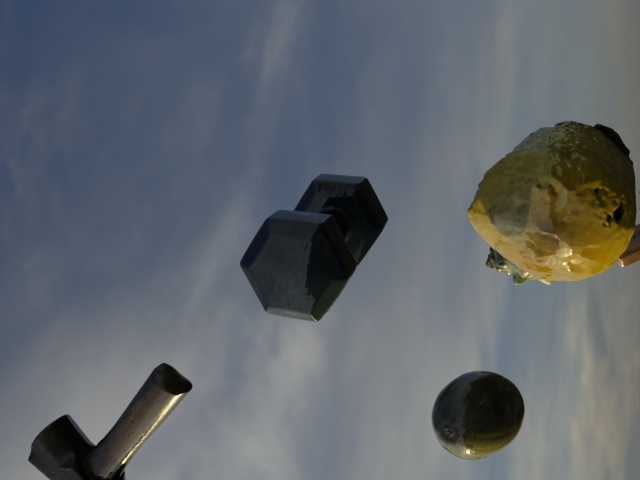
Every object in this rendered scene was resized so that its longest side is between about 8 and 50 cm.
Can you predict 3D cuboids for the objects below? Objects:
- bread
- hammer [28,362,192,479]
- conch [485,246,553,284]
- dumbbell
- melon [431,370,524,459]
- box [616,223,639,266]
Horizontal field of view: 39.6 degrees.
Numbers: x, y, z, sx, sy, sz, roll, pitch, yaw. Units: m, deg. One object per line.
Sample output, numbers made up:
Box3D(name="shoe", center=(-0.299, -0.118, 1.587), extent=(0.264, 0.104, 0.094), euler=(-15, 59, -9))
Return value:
Box3D(name="bread", center=(0.287, -0.051, 1.075), extent=(0.170, 0.197, 0.197), euler=(-55, -41, -48))
Box3D(name="hammer", center=(-0.334, 0.334, 1.486), extent=(0.242, 0.409, 0.095), euler=(46, -142, 8))
Box3D(name="conch", center=(0.360, 0.005, 1.436), extent=(0.114, 0.234, 0.137), euler=(50, -145, -22))
Box3D(name="dumbbell", center=(0.000, 0.000, 1.333), extent=(0.160, 0.144, 0.325), euler=(64, -160, -8))
Box3D(name="melon", center=(0.184, 0.201, 1.028), extent=(0.131, 0.098, 0.098), euler=(-8, -83, -46))
Box3D(name="box", center=(0.436, -0.006, 1.162), extent=(0.025, 0.115, 0.048), euler=(60, -169, -32))
